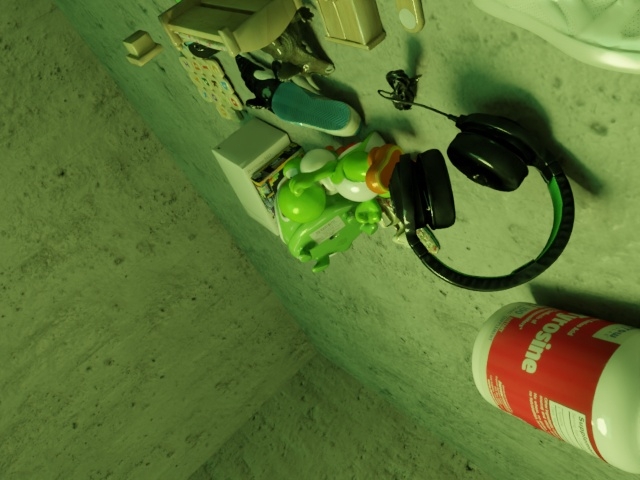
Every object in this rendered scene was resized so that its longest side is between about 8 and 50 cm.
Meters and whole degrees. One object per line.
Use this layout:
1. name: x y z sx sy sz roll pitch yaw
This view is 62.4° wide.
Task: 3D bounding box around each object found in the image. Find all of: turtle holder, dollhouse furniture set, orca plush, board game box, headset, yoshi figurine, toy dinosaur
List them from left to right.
1. orca plush: -0.152 -0.379 1.305 0.287 0.102 0.151 47 163 3
2. toy dinosaur: -0.106 -0.432 1.048 0.313 0.121 0.160 46 157 -1
3. dollhouse furniture set: -0.063 -0.303 0.816 0.303 0.355 0.173 32 157 42
4. board game box: -0.105 -0.175 1.528 0.048 0.170 0.141 32 158 40
5. turtle holder: 0.014 -0.074 1.428 0.243 0.320 0.227 -47 65 31
6. yoshi figurine: 0.038 -0.107 1.150 0.362 0.203 0.203 7 120 47
7. headset: 0.216 -0.105 0.840 0.394 0.244 0.185 60 -175 11

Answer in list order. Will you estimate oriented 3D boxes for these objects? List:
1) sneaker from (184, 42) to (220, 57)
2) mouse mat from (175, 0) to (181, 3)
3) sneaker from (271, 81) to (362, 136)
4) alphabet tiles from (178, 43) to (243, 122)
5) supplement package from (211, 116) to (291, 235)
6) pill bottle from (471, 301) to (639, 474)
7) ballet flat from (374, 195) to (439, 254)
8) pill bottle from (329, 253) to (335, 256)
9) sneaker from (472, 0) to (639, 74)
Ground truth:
1. sneaker: -0.297 -0.522 1.266 0.125 0.140 0.341 49 162 -9
2. mouse mat: -0.327 -0.612 1.388 0.189 0.007 0.152 49 163 1
3. sneaker: -0.013 -0.281 1.165 0.229 0.087 0.092 30 -169 30
4. alphabet tiles: -0.344 -0.500 1.657 0.278 0.021 0.284 28 154 50
5. supplement package: -0.168 -0.194 1.629 0.175 0.177 0.292 35 159 39
6. pill bottle: 0.483 0.252 0.919 0.229 0.229 0.408 54 162 -20
7. ballet flat: 0.186 -0.042 1.266 0.241 0.077 0.091 50 163 -8
8. pill bottle: 0.000 0.000 1.751 0.117 0.117 0.215 51 163 -9
9. sneaker: 0.262 -0.276 0.499 0.293 0.108 0.169 38 164 33
